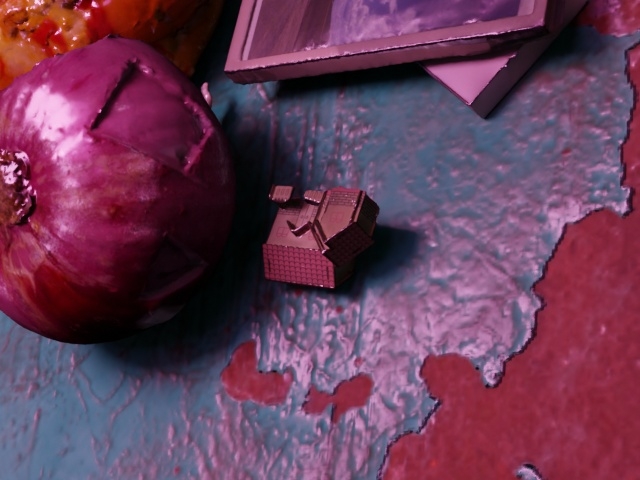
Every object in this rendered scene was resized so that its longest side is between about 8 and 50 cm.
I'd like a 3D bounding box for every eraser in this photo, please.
[{"bbox_3d":[0.095,-0.160,0.940,0.104,0.023,0.150,-49,49,6],"label":"eraser"}]

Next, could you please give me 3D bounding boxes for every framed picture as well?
[{"bbox_3d":[0.056,-0.202,0.962,0.260,0.023,0.189,-4,64,36],"label":"framed picture"}]

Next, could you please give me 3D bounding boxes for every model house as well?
[{"bbox_3d":[0.000,0.000,0.908,0.083,0.057,0.058,8,68,36],"label":"model house"}]

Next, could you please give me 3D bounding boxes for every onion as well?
[{"bbox_3d":[-0.152,-0.020,0.957,0.207,0.200,0.201,-23,55,8],"label":"onion"}]

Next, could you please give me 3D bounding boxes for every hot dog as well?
[{"bbox_3d":[-0.182,-0.162,1.065,0.256,0.150,0.153,-31,46,15],"label":"hot dog"}]
